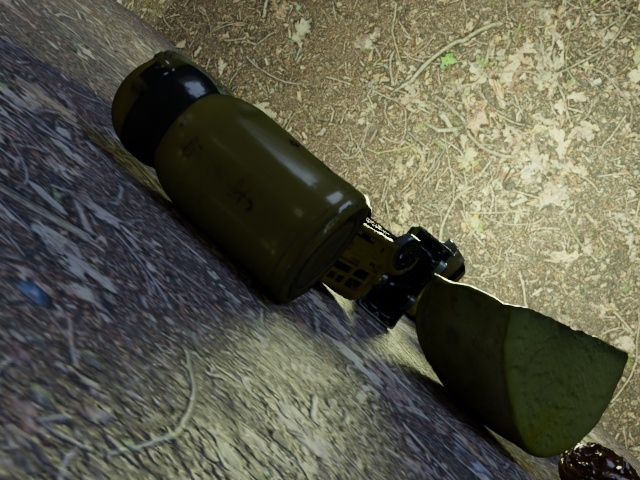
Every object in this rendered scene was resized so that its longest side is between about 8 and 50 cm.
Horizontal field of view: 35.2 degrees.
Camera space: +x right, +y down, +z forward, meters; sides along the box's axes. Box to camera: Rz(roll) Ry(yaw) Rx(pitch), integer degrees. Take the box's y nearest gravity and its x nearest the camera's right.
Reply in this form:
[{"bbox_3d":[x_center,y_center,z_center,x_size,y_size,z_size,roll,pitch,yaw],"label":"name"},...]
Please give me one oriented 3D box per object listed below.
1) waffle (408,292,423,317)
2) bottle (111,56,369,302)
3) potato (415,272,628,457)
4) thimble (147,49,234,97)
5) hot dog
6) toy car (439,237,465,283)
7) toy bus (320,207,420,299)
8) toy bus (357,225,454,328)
[{"bbox_3d":[0.217,0.132,2.257,0.329,0.062,0.329,40,7,-6],"label":"waffle"},{"bbox_3d":[-0.116,-0.095,1.287,0.351,0.171,0.171,42,6,13],"label":"bottle"},{"bbox_3d":[0.273,0.198,1.641,0.330,0.212,0.280,24,-2,-39],"label":"potato"},{"bbox_3d":[-0.223,-0.212,1.635,0.143,0.137,0.190,37,18,-29],"label":"thimble"},{"bbox_3d":[0.504,0.429,1.733,0.227,0.099,0.160,35,7,-27],"label":"hot dog"},{"bbox_3d":[0.267,0.060,2.350,0.124,0.101,0.257,51,-6,-16],"label":"toy car"},{"bbox_3d":[0.013,-0.010,1.578,0.145,0.151,0.331,38,5,37],"label":"toy bus"},{"bbox_3d":[0.144,0.064,1.777,0.088,0.175,0.101,40,-1,-8],"label":"toy bus"}]
